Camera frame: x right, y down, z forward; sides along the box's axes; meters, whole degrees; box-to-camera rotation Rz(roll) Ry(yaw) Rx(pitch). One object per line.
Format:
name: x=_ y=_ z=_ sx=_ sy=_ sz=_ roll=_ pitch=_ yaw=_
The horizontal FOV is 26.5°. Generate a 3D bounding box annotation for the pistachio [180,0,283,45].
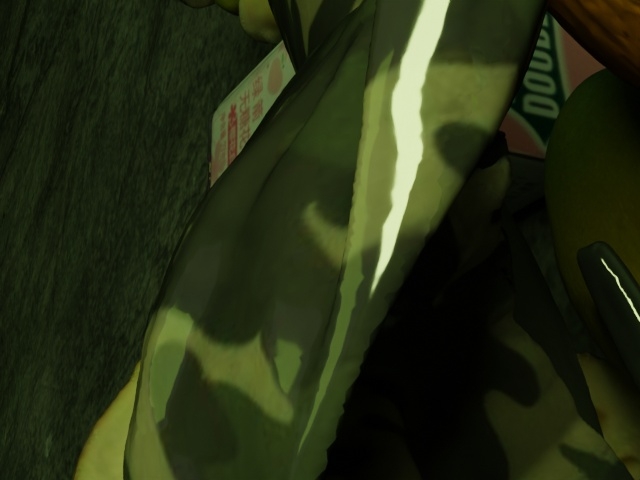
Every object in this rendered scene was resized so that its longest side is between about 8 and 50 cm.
pistachio: x=-0.005 y=-0.280 z=0.989 sx=0.166 sy=0.197 sz=0.288 roll=34 pitch=86 yaw=20

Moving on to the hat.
hat: x=0.000 y=0.000 z=0.529 sx=0.381 sy=0.257 sz=0.366 roll=43 pitch=161 yaw=46

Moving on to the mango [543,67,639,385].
mango: x=0.168 y=0.001 z=0.618 sx=0.137 sy=0.091 sz=0.237 roll=-70 pitch=23 yaw=12

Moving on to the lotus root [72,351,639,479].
lotus root: x=0.002 y=0.210 z=0.639 sx=0.250 sy=0.316 sz=0.316 roll=114 pitch=155 yaw=-46

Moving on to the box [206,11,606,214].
box: x=0.036 y=-0.071 z=0.905 sx=0.369 sy=0.112 sz=0.190 roll=-34 pitch=49 yaw=58

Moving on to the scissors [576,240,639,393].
scissors: x=0.160 y=0.097 z=0.541 sx=0.220 sy=0.017 sz=0.088 roll=63 pitch=155 yaw=12

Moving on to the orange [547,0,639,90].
orange: x=0.187 y=-0.172 z=0.411 sx=0.312 sy=0.312 sz=0.312 roll=-39 pitch=45 yaw=53
